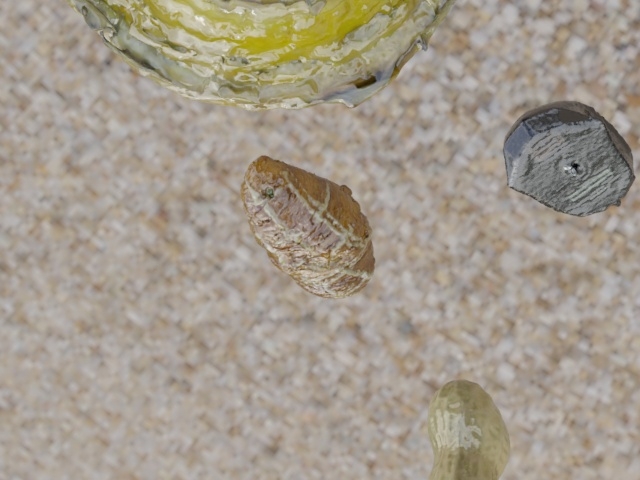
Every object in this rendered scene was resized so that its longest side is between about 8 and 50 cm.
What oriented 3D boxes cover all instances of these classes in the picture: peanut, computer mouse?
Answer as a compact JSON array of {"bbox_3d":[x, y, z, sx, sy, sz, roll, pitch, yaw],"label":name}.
[{"bbox_3d":[0.140,0.222,1.532,0.082,0.187,0.082,1,152,0],"label":"peanut"},{"bbox_3d":[0.214,-0.075,1.423,0.099,0.057,0.172,-38,140,16],"label":"computer mouse"}]

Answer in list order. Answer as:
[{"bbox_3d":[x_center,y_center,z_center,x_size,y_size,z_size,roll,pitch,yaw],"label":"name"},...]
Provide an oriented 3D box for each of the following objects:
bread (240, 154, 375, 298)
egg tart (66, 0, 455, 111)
[{"bbox_3d":[0.000,0.000,1.600,0.105,0.076,0.233,-29,141,10],"label":"bread"},{"bbox_3d":[-0.034,-0.229,1.030,0.315,0.315,0.120,42,-174,-8],"label":"egg tart"}]
